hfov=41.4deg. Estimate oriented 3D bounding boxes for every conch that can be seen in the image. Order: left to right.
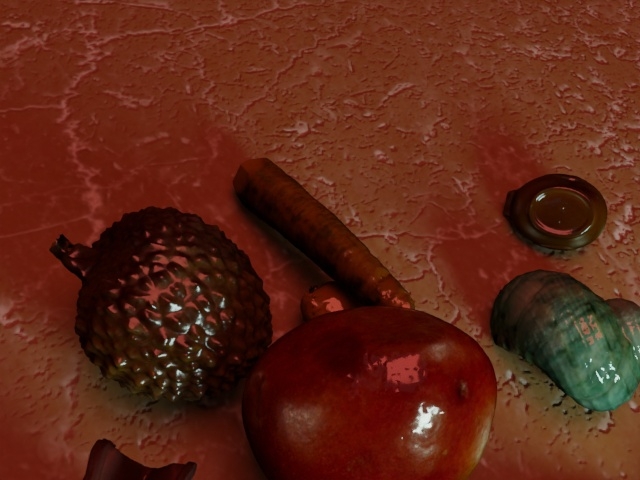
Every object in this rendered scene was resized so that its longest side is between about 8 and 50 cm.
[{"bbox_3d":[0.297,0.107,0.969,0.188,0.122,0.176,24,30,0],"label":"conch"}]

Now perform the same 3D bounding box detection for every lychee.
[{"bbox_3d":[-0.161,0.062,0.852,0.238,0.200,0.200,26,53,-14],"label":"lychee"}]

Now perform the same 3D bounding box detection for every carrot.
[{"bbox_3d":[0.000,0.000,0.961,0.066,0.066,0.314,-25,48,-27],"label":"carrot"}]

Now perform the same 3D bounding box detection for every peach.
[{"bbox_3d":[0.045,0.160,0.799,0.243,0.243,0.200,-4,62,-16],"label":"peach"}]

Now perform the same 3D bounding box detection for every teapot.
[{"bbox_3d":[0.305,-0.038,1.102,0.129,0.078,0.098,8,93,10],"label":"teapot"}]

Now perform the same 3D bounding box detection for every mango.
[{"bbox_3d":[0.037,0.091,0.953,0.127,0.063,0.077,24,47,-1],"label":"mango"}]

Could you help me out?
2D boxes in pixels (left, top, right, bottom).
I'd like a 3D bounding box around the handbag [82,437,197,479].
[{"bbox_3d":[-0.164,0.307,0.626,0.084,0.275,0.260,13,53,-3],"label":"handbag"}]
